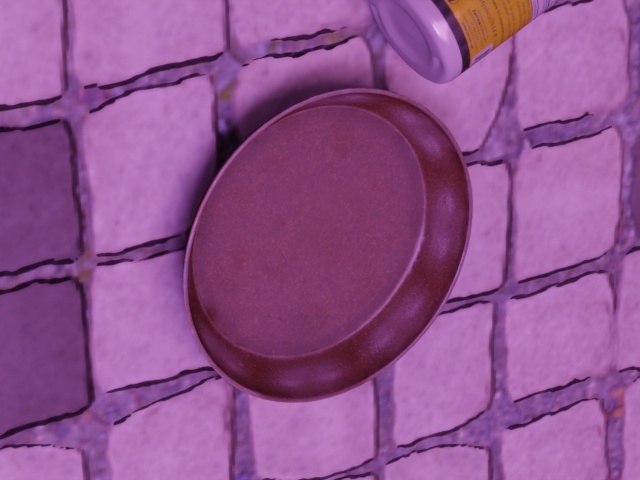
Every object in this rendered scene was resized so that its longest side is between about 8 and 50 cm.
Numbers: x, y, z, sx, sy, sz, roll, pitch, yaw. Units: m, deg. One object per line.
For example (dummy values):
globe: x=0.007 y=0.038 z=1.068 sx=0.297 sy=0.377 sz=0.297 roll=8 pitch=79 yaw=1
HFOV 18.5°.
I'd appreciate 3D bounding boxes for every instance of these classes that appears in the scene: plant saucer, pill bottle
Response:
plant saucer: x=0.000 y=0.000 z=0.982 sx=0.168 sy=0.029 sz=0.168 roll=-15 pitch=119 yaw=-29
pill bottle: x=0.085 y=-0.133 z=0.952 sx=0.116 sy=0.065 sz=0.065 roll=-37 pitch=127 yaw=-15
